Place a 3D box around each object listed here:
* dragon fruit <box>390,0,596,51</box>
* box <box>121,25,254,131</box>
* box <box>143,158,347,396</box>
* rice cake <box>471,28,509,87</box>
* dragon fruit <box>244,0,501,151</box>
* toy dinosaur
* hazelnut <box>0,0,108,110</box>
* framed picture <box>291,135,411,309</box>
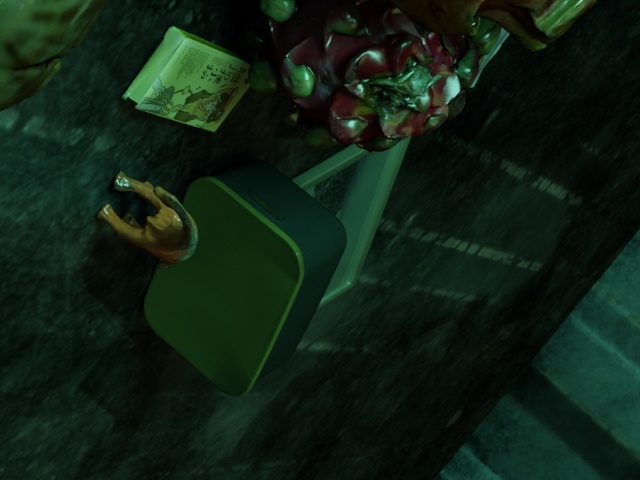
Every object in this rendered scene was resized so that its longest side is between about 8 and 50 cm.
[{"bbox_3d":[0.093,-0.285,1.103,0.250,0.315,0.250,-48,-153,34],"label":"dragon fruit"},{"bbox_3d":[-0.104,-0.132,1.306,0.073,0.020,0.149,-53,159,12],"label":"box"},{"bbox_3d":[-0.070,0.032,1.492,0.090,0.144,0.201,-29,151,-48],"label":"box"},{"bbox_3d":[0.206,-0.272,1.627,0.270,0.055,0.049,-54,154,20],"label":"rice cake"},{"bbox_3d":[0.061,-0.175,1.313,0.273,0.198,0.218,-30,145,-42],"label":"dragon fruit"},{"bbox_3d":[-0.138,-0.015,1.335,0.055,0.101,0.279,-57,171,-6],"label":"toy dinosaur"},{"bbox_3d":[-0.198,-0.147,0.862,0.212,0.181,0.181,-48,158,-2],"label":"hazelnut"},{"bbox_3d":[0.000,0.000,1.751,0.213,0.016,0.289,-32,154,-37],"label":"framed picture"}]
